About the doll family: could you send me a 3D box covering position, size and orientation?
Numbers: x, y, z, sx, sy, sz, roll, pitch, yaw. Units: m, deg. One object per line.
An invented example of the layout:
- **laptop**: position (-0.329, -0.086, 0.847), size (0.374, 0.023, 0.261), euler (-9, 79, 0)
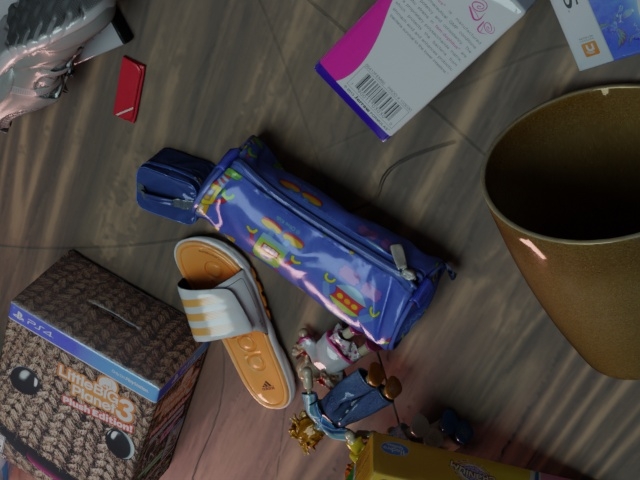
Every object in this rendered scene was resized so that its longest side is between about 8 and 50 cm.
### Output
- **doll family**: position (0.047, 0.227, 1.680), size (0.263, 0.118, 0.163), euler (47, 129, -5)

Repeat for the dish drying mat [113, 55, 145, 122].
- **dish drying mat**: position (-0.234, -0.183, 1.652), size (0.032, 0.008, 0.083), euler (26, 128, 13)

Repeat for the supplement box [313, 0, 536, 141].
- **supplement box**: position (0.115, -0.221, 1.373), size (0.111, 0.114, 0.220), euler (47, 130, -3)

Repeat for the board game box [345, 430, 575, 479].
- **board game box**: position (0.169, 0.364, 1.651), size (0.316, 0.064, 0.242), euler (14, 129, -12)

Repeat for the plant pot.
- **plant pot**: position (0.299, 0.013, 1.365), size (0.237, 0.237, 0.254), euler (5, 135, 26)

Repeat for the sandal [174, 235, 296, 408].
- **sandal**: position (-0.111, 0.117, 1.725), size (0.102, 0.076, 0.265), euler (-15, 110, 34)

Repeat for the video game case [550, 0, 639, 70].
- **video game case**: position (0.320, -0.308, 1.242), size (0.269, 0.061, 0.244), euler (-15, 112, 34)

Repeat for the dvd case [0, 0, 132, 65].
- **dvd case**: position (-0.364, -0.285, 1.651), size (0.253, 0.022, 0.180), euler (-15, 110, 35)

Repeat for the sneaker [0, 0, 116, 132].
- **sneaker**: position (-0.333, -0.222, 1.618), size (0.281, 0.105, 0.115), euler (-26, 138, 33)

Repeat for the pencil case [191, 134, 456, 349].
- **pencil case**: position (0.000, 0.000, 1.564), size (0.306, 0.119, 0.133), euler (34, 153, 6)

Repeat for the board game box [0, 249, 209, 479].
- **board game box**: position (-0.308, 0.204, 1.843), size (0.232, 0.141, 0.291), euler (28, 128, 10)

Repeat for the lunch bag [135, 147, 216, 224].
- **lunch bag**: position (-0.181, -0.066, 1.658), size (0.098, 0.065, 0.067), euler (17, 125, 18)

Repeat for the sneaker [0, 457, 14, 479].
- **sneaker**: position (-0.506, 0.297, 2.050), size (0.087, 0.092, 0.229), euler (18, 106, 21)
